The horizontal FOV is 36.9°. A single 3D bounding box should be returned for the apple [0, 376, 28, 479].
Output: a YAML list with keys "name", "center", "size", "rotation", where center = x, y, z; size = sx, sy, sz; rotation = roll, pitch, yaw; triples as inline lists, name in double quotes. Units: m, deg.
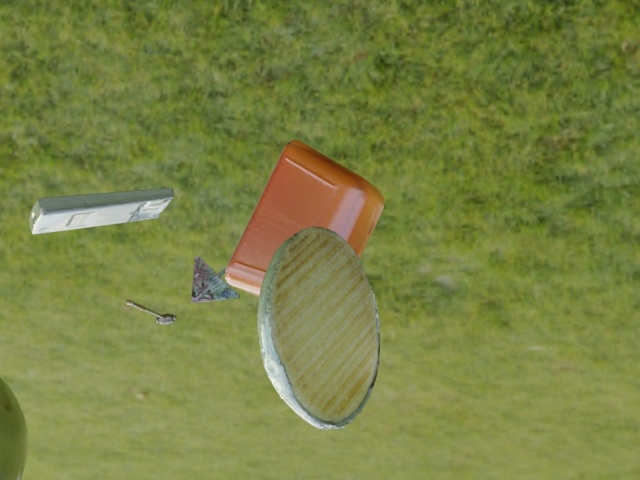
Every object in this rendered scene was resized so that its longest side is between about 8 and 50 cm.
- name: "apple"
  center: [-0.613, 0.324, 1.397]
  size: [0.357, 0.357, 0.357]
  rotation: [3, 153, 2]

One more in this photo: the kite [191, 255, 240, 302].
- name: "kite"
  center: [-0.215, 0.076, 2.003]
  size: [0.139, 0.157, 0.011]
  rotation: [44, 170, 19]

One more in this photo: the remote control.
- name: "remote control"
  center: [-0.440, -0.065, 1.943]
  size: [0.285, 0.038, 0.123]
  rotation: [-10, 164, -28]

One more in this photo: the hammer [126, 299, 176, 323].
- name: "hammer"
  center: [-0.219, 0.090, 1.225]
  size: [0.029, 0.014, 0.123]
  rotation: [-12, 162, 11]

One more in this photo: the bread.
- name: "bread"
  center: [-0.001, 0.114, 1.258]
  size: [0.040, 0.267, 0.267]
  rotation: [-10, 150, 33]

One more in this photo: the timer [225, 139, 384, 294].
- name: "timer"
  center: [0.000, 0.000, 1.601]
  size: [0.161, 0.257, 0.250]
  rotation: [24, 178, 21]
